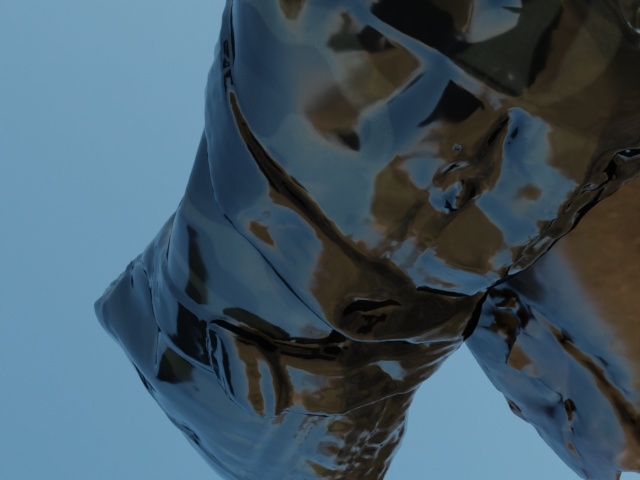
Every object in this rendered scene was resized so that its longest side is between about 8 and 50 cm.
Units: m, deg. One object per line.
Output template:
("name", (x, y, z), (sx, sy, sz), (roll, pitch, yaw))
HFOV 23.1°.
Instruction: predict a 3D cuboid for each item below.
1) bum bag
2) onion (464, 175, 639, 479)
("bum bag", (0.000, 0.000, 0.549), (0.095, 0.144, 0.340), (-53, -4, -36))
("onion", (0.161, -0.068, 0.684), (0.354, 0.354, 0.353), (-14, -67, -35))
